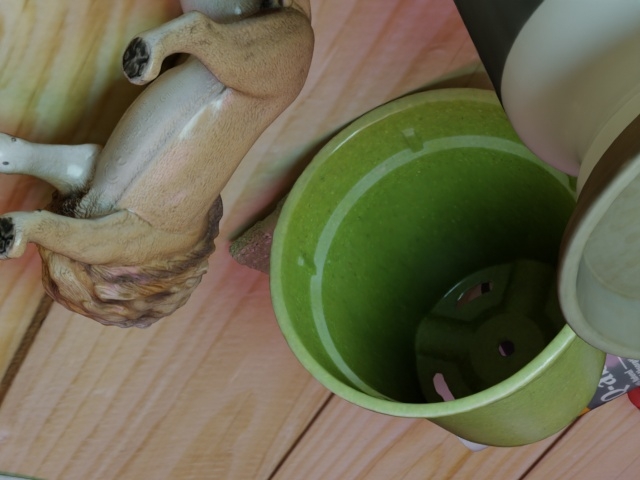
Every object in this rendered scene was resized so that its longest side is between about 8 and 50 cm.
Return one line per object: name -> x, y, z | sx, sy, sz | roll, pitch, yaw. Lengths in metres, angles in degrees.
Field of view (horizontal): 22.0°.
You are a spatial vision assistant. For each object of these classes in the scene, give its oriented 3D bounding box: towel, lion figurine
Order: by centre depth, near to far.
lion figurine -> -0.101, -0.081, 1.187 | 0.240, 0.142, 0.392 | 11, 132, -49
towel -> 0.000, 0.000, 1.452 | 0.148, 0.027, 0.110 | 18, 132, -44

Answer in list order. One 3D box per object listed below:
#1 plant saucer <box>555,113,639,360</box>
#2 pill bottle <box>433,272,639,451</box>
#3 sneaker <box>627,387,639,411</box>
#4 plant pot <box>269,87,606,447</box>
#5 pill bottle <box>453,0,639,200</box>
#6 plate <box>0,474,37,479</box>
plant saucer -> 0.248, -0.029, 0.862 | 0.277, 0.041, 0.278 | -14, 147, -9
pill bottle -> 0.239, 0.082, 1.571 | 0.278, 0.162, 0.162 | -30, 145, 15
sneaker -> 0.439, 0.111, 1.775 | 0.118, 0.107, 0.279 | 20, 127, -27
plant pot -> 0.130, 0.054, 1.380 | 0.276, 0.276, 0.254 | -26, 149, 9
pill bottle -> 0.186, -0.168, 0.999 | 0.210, 0.363, 0.210 | -14, 146, -10
plate -> -0.324, 0.353, 1.776 | 0.278, 0.045, 0.277 | 19, 131, -43
